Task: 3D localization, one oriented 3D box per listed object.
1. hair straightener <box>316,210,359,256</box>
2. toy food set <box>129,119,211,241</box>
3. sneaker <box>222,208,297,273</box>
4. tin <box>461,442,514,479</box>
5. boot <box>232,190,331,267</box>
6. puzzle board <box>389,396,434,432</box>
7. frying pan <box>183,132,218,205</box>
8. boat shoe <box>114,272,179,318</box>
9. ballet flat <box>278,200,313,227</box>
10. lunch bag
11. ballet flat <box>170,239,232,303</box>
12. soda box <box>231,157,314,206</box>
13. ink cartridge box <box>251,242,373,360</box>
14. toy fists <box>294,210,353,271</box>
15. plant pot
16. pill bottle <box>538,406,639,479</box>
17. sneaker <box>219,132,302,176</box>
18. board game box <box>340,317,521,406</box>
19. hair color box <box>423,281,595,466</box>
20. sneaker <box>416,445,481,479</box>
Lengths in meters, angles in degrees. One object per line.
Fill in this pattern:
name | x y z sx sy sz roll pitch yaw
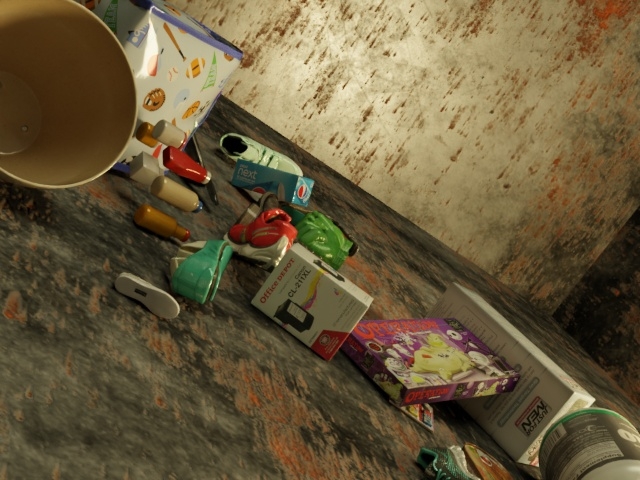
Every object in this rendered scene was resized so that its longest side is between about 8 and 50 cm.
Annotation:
hair straightener | 0.046 -0.018 2.702 0.089 0.047 0.230 28 9 -38
toy food set | -0.267 -0.117 1.738 0.104 0.111 0.232 30 36 -39
sneaker | -0.104 -0.006 1.869 0.107 0.118 0.279 31 -4 -20
tin | 0.288 0.409 1.616 0.106 0.040 0.190 36 10 -22
boot | -0.071 0.008 2.110 0.229 0.091 0.263 39 18 0
puzzle board | 0.168 0.300 1.770 0.096 0.011 0.128 36 10 -1
frying pan | -0.281 -0.170 2.210 0.197 0.053 0.326 81 -8 -64
boat shoe | -0.244 0.076 1.368 0.100 0.035 0.035 28 15 -9
ballet flat | -0.049 -0.054 2.465 0.206 0.073 0.067 30 3 -40
lunch bag | -0.352 -0.309 1.901 0.239 0.328 0.385 40 13 29
ballet flat | -0.197 0.037 1.570 0.087 0.083 0.247 21 10 -4
soda box | -0.122 -0.146 2.421 0.210 0.071 0.067 19 4 36
ink cartridge box | -0.016 0.107 1.704 0.175 0.127 0.072 36 12 3
toy fists | 0.000 0.000 2.310 0.142 0.096 0.279 35 12 -1
plant pot | -0.443 -0.207 1.441 0.284 0.284 0.191 29 -22 -33
pill bottle | 0.520 0.453 1.709 0.204 0.204 0.361 35 11 -7
sneaker | -0.173 -0.221 2.707 0.255 0.094 0.151 26 5 0
board game box | 0.211 0.227 1.870 0.346 0.056 0.208 2 26 -44
hair color box | 0.366 0.276 2.032 0.113 0.185 0.374 25 16 -49
sneaker | 0.194 0.368 1.471 0.076 0.065 0.166 15 14 -18
